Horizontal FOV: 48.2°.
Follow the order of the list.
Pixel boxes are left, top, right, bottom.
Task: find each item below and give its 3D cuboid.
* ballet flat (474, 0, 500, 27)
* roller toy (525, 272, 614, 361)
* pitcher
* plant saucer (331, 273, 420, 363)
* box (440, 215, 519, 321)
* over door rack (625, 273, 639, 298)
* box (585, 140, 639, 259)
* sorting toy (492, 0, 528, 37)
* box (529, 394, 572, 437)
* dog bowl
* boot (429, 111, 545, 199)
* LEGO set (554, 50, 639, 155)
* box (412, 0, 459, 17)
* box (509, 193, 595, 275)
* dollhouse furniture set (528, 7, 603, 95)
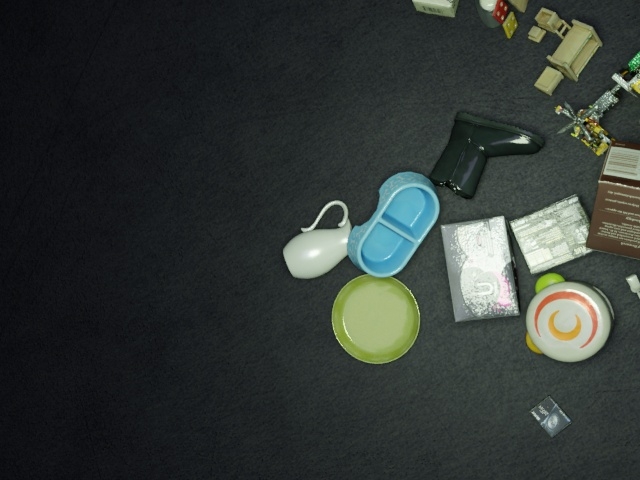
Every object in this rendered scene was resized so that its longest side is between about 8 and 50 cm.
[{"bbox_3d":[0.428,-0.653,1.846,0.074,0.074,0.203,-9,87,16],"label":"ballet flat"},{"bbox_3d":[0.606,0.194,1.735,0.191,0.146,0.209,16,97,27],"label":"roller toy"},{"bbox_3d":[0.000,0.000,1.940,0.207,0.125,0.177,-22,75,5],"label":"pitcher"},{"bbox_3d":[0.151,0.209,1.928,0.241,0.037,0.240,0,89,17],"label":"plant saucer"},{"bbox_3d":[0.406,0.072,1.799,0.164,0.142,0.247,-9,87,17],"label":"box"},{"bbox_3d":[0.881,0.159,1.658,0.240,0.108,0.324,-27,102,15],"label":"over door rack"},{"bbox_3d":[0.711,-0.089,1.615,0.167,0.168,0.203,13,137,22],"label":"box"},{"bbox_3d":[0.484,-0.656,1.805,0.046,0.132,0.274,17,92,42],"label":"sorting toy"},{"bbox_3d":[0.580,0.442,1.803,0.067,0.018,0.083,-42,78,11],"label":"box"},{"bbox_3d":[0.192,-0.034,1.836,0.166,0.074,0.297,31,101,-15],"label":"dog bowl"},{"bbox_3d":[0.420,-0.198,1.824,0.247,0.094,0.207,21,91,23],"label":"boot"},{"bbox_3d":[0.728,-0.296,1.627,0.331,0.192,0.255,-41,84,35],"label":"LEGO set"},{"bbox_3d":[0.330,-0.734,1.864,0.113,0.094,0.275,15,94,16],"label":"box"},{"bbox_3d":[0.583,-0.013,1.781,0.180,0.077,0.147,-25,82,15],"label":"box"},{"bbox_3d":[0.580,-0.463,1.804,0.161,0.101,0.181,42,102,38],"label":"dollhouse furniture set"}]
